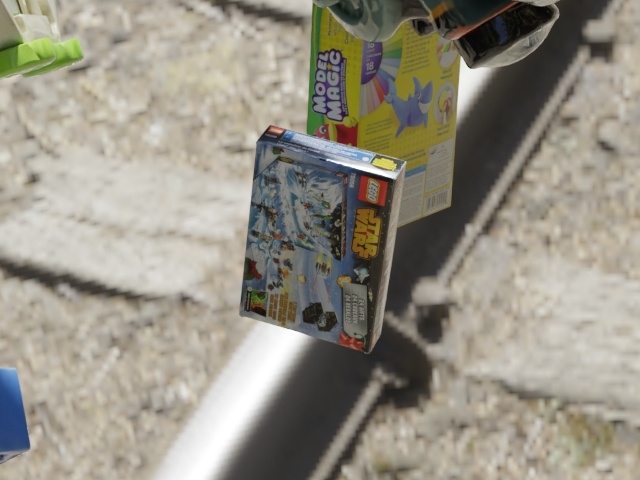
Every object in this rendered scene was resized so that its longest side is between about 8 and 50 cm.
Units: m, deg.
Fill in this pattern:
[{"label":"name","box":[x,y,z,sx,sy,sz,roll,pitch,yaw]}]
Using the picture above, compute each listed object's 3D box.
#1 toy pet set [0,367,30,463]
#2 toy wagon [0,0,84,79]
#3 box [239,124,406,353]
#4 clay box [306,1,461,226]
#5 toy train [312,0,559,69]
[{"label":"toy pet set","box":[-0.188,0.055,0.995,0.065,0.122,0.114,-14,77,4]},{"label":"toy wagon","box":[-0.278,-0.258,1.576,0.068,0.267,0.344,-18,4,6]},{"label":"box","box":[0.000,0.000,1.283,0.094,0.137,0.027,17,34,13]},{"label":"clay box","box":[0.047,-0.120,1.431,0.053,0.222,0.127,15,23,34]},{"label":"toy train","box":[0.023,-0.238,0.922,0.142,0.190,0.334,-30,89,-19]}]
